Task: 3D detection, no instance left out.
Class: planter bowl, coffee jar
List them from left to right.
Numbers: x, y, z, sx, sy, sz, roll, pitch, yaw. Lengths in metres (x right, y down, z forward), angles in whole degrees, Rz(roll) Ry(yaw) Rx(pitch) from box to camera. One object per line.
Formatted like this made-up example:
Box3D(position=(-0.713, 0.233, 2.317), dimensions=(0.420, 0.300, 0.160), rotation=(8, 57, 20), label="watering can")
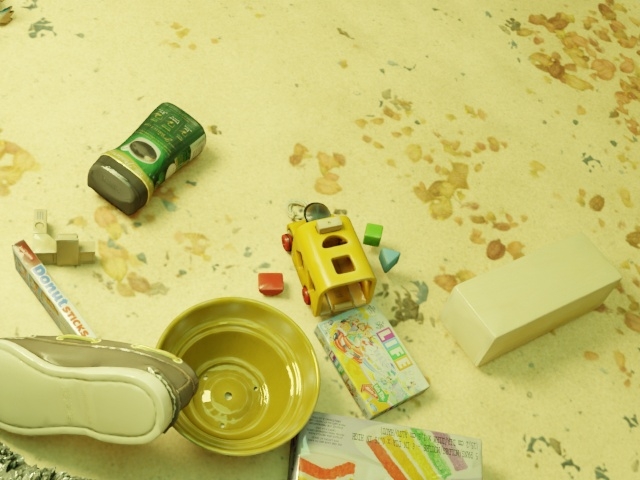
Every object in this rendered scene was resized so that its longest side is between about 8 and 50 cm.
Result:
Box3D(position=(-0.263, -0.123, 1.240), dimensions=(0.096, 0.079, 0.184), rotation=(37, 54, 5), label="coffee jar")
Box3D(position=(-0.115, 0.190, 1.074), dimensions=(0.217, 0.090, 0.217), rotation=(8, 56, -11), label="planter bowl")

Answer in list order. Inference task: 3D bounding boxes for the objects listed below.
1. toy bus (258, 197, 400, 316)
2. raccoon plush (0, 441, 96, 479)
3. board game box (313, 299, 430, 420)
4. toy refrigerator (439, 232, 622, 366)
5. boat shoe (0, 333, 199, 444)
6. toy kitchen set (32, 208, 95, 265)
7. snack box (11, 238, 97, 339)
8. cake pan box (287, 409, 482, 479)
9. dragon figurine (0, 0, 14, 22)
Box3D(position=(0.009, 0.008, 1.207), dimensions=(0.202, 0.104, 0.191), rotation=(24, 56, 9), label="toy bus")
Box3D(position=(-0.261, 0.296, 0.931), dimensions=(0.446, 0.216, 0.299), rotation=(-7, 50, -37), label="raccoon plush")
Box3D(position=(0.073, 0.170, 1.181), dimensions=(0.103, 0.026, 0.154), rotation=(-21, 66, -28), label="board game box")
Box3D(position=(0.325, 0.090, 1.270), dimensions=(0.269, 0.094, 0.102), rotation=(-20, 59, -27), label="toy refrigerator")
Box3D(position=(-0.303, 0.167, 0.985), dimensions=(0.324, 0.116, 0.097), rotation=(3, 16, 22), label="boat shoe")
Box3D(position=(-0.359, -0.014, 1.147), dimensions=(0.083, 0.068, 0.075), rotation=(0, 58, -17), label="toy kitchen set")
Box3D(position=(-0.354, 0.081, 1.089), dimensions=(0.022, 0.064, 0.178), rotation=(-32, 72, -29), label="snack box")
Box3D(position=(0.085, 0.358, 1.040), dimensions=(0.267, 0.070, 0.245), rotation=(13, 58, -8), label="cake pan box")
Box3D(position=(-0.595, -0.386, 1.309), dimensions=(0.144, 0.085, 0.289), rotation=(31, 54, 4), label="dragon figurine")
